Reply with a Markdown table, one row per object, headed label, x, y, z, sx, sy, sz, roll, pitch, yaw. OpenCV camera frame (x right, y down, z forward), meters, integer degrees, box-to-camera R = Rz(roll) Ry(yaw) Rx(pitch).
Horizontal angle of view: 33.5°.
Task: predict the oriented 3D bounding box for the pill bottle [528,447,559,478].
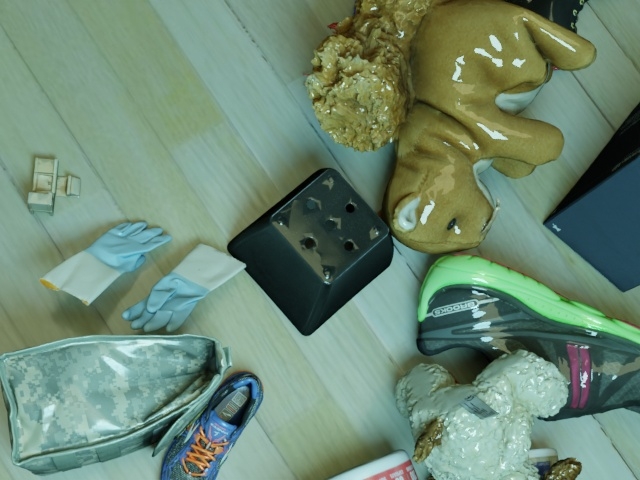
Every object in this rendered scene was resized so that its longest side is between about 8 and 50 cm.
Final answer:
| label | x | y | z | sx | sy | sz | roll | pitch | yaw |
| --- | --- | --- | --- | --- | --- | --- | --- | --- | --- |
| pill bottle | 0.309 | 0.390 | 1.538 | 0.094 | 0.094 | 0.169 | -4 | 75 | -12 |

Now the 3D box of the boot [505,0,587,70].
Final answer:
| label | x | y | z | sx | sy | sz | roll | pitch | yaw |
| --- | --- | --- | --- | --- | --- | --- | --- | --- | --- |
| boot | 0.425 | -0.378 | 1.786 | 0.237 | 0.085 | 0.178 | -5 | 77 | -6 |

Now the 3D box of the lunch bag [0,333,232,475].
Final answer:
| label | x | y | z | sx | sy | sz | roll | pitch | yaw |
| --- | --- | --- | --- | --- | --- | --- | --- | --- | --- |
| lunch bag | -0.261 | 0.208 | 1.406 | 0.287 | 0.235 | 0.168 | -12 | 78 | -13 |

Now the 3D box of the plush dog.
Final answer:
| label | x | y | z | sx | sy | sz | roll | pitch | yaw |
| --- | --- | --- | --- | --- | --- | --- | --- | --- | --- |
| plush dog | 0.220 | 0.297 | 1.444 | 0.225 | 0.263 | 0.210 | 60 | 39 | -19 |

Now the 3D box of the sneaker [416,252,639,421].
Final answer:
| label | x | y | z | sx | sy | sz | roll | pitch | yaw |
| --- | --- | --- | --- | --- | --- | --- | --- | --- | --- |
| sneaker | 0.359 | 0.189 | 1.586 | 0.483 | 0.185 | 0.202 | 25 | 89 | 0 |

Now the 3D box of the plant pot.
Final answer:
| label | x | y | z | sx | sy | sz | roll | pitch | yaw |
| --- | --- | --- | --- | --- | --- | --- | --- | --- | --- |
| plant pot | 0.000 | 0.000 | 1.553 | 0.188 | 0.167 | 0.187 | -40 | 85 | -19 |

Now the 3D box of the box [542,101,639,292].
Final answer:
| label | x | y | z | sx | sy | sz | roll | pitch | yaw |
| --- | --- | --- | --- | --- | --- | --- | --- | --- | --- |
| box | 0.549 | -0.121 | 1.599 | 0.179 | 0.343 | 0.312 | 42 | 72 | 2 |

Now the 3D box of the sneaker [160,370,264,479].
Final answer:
| label | x | y | z | sx | sy | sz | roll | pitch | yaw |
| --- | --- | --- | --- | --- | --- | --- | --- | --- | --- |
| sneaker | -0.154 | 0.271 | 1.487 | 0.083 | 0.087 | 0.221 | 30 | 71 | 0 |

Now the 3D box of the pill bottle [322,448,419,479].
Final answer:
| label | x | y | z | sx | sy | sz | roll | pitch | yaw |
| --- | --- | --- | --- | --- | --- | --- | --- | --- | --- |
| pill bottle | 0.096 | 0.444 | 1.446 | 0.161 | 0.161 | 0.283 | -19 | 79 | -15 |

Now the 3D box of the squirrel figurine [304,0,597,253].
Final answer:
| label | x | y | z | sx | sy | sz | roll | pitch | yaw |
| --- | --- | --- | --- | --- | --- | --- | --- | --- | --- |
| squirrel figurine | 0.155 | -0.183 | 1.577 | 0.397 | 0.281 | 0.370 | 26 | 93 | -11 |

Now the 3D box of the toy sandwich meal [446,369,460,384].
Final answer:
| label | x | y | z | sx | sy | sz | roll | pitch | yaw |
| --- | --- | --- | --- | --- | --- | --- | --- | --- | --- |
| toy sandwich meal | 0.176 | 0.231 | 1.592 | 0.086 | 0.029 | 0.085 | 3 | 74 | -10 |

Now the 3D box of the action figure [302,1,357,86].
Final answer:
| label | x | y | z | sx | sy | sz | roll | pitch | yaw |
| --- | --- | --- | --- | --- | --- | --- | --- | --- | --- |
| action figure | 0.040 | -0.345 | 1.699 | 0.139 | 0.091 | 0.280 | -2 | 74 | -18 |

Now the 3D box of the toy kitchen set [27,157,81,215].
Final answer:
| label | x | y | z | sx | sy | sz | roll | pitch | yaw |
| --- | --- | --- | --- | --- | --- | --- | --- | --- | --- |
| toy kitchen set | -0.386 | -0.083 | 1.549 | 0.068 | 0.075 | 0.083 | 4 | 78 | -11 |

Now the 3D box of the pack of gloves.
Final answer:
| label | x | y | z | sx | sy | sz | roll | pitch | yaw |
| --- | --- | --- | --- | --- | --- | --- | --- | --- | --- |
| pack of gloves | -0.247 | 0.059 | 1.497 | 0.195 | 0.046 | 0.232 | 26 | 34 | 14 |
